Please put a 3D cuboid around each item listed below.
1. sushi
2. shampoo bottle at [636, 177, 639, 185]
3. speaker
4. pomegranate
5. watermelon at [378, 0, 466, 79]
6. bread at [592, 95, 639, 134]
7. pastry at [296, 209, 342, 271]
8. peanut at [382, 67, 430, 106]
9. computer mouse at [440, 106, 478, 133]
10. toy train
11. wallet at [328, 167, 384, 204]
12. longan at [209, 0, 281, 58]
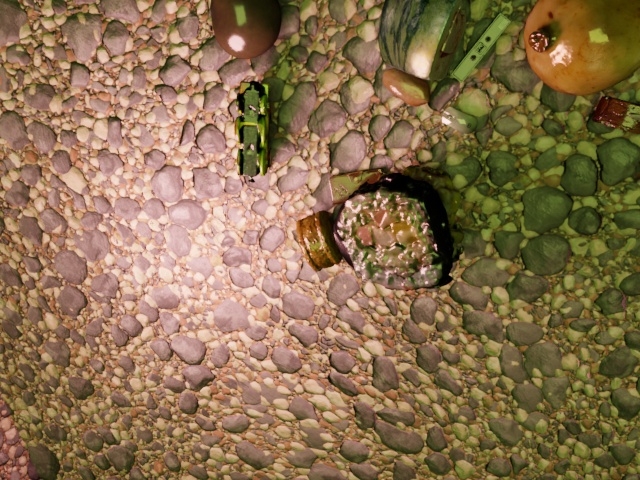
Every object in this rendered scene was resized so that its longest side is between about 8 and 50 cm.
[{"bbox_3d":[0.237,-0.048,1.544,0.328,0.285,0.328,-15,109,34],"label":"sushi"},{"bbox_3d":[0.948,-0.261,1.391,0.092,0.092,0.303,34,114,-1],"label":"shampoo bottle"},{"bbox_3d":[0.428,-0.514,1.437,0.040,0.046,0.191,37,114,-4],"label":"speaker"},{"bbox_3d":[0.645,-0.500,1.277,0.307,0.307,0.308,4,111,11],"label":"pomegranate"},{"bbox_3d":[0.279,-0.553,1.423,0.261,0.201,0.213,41,124,43],"label":"watermelon"},{"bbox_3d":[0.785,-0.320,1.374,0.160,0.160,0.073,15,109,7],"label":"bread"},{"bbox_3d":[0.000,0.000,1.657,0.103,0.189,0.189,-19,105,14],"label":"pastry"},{"bbox_3d":[0.242,-0.428,1.496,0.152,0.076,0.076,32,114,5],"label":"peanut"},{"bbox_3d":[0.392,-0.340,1.519,0.110,0.032,0.056,25,113,3],"label":"computer mouse"},{"bbox_3d":[-0.199,-0.327,1.592,0.100,0.161,0.297,5,114,1],"label":"toy train"},{"bbox_3d":[0.115,-0.166,1.652,0.176,0.026,0.095,-7,106,15],"label":"wallet"},{"bbox_3d":[-0.202,-0.613,1.461,0.196,0.196,0.220,-7,110,15],"label":"longan"}]
